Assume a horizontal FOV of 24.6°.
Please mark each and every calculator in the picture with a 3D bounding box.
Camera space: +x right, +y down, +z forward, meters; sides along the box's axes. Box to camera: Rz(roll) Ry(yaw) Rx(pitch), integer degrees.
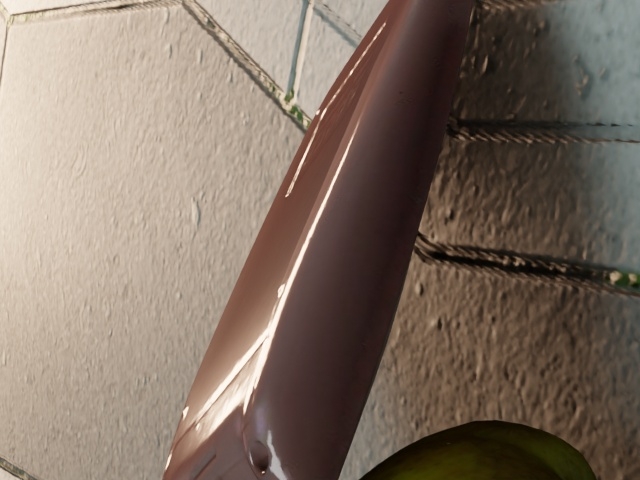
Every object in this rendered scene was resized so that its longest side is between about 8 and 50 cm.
[{"bbox_3d":[0.000,0.000,0.691,0.220,0.048,0.330,-54,14,55],"label":"calculator"}]

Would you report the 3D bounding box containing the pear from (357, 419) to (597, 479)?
[{"bbox_3d":[0.061,0.174,0.584,0.200,0.200,0.200,-4,85,58],"label":"pear"}]
